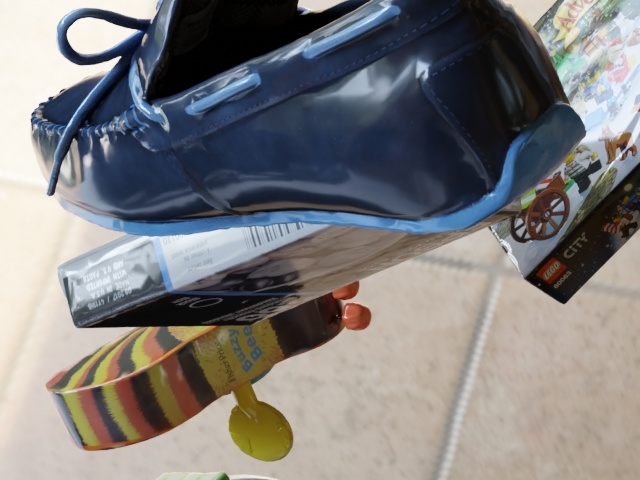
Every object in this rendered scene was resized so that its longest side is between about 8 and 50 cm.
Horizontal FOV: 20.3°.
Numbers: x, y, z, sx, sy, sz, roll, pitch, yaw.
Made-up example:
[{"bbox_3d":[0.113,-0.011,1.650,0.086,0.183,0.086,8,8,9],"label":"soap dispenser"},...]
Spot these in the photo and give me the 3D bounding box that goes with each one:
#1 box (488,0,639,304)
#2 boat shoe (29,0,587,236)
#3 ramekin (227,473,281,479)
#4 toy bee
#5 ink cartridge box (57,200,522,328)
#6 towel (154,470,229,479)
[{"bbox_3d":[0.186,-0.095,1.123,0.233,0.044,0.159,-47,41,14],"label":"box"},{"bbox_3d":[-0.018,-0.062,0.615,0.258,0.089,0.109,-3,32,45],"label":"boat shoe"},{"bbox_3d":[-0.062,0.369,1.730,0.273,0.273,0.127,-57,28,-14],"label":"ramekin"},{"bbox_3d":[-0.052,0.049,1.311,0.162,0.195,0.298,3,53,52],"label":"toy bee"},{"bbox_3d":[0.000,0.000,0.984,0.206,0.208,0.045,-23,77,36],"label":"ink cartridge box"},{"bbox_3d":[-0.152,0.243,1.475,0.152,0.023,0.113,-37,14,-29],"label":"towel"}]
